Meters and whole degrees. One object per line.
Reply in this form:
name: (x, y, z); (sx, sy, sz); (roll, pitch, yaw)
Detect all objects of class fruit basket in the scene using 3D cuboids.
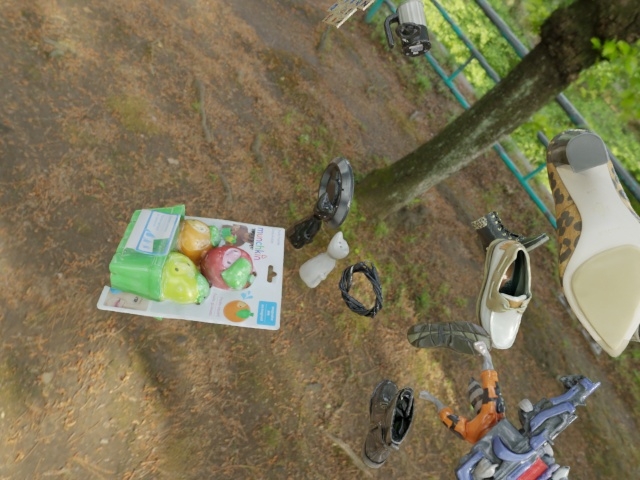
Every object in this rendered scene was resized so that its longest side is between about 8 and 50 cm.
fruit basket: (-0.256, 0.042, 1.001); (0.353, 0.165, 0.327); (4, 40, -5)

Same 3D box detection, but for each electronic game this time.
electronic game: (0.047, -0.149, 1.438); (0.048, 0.229, 0.229); (5, 55, -22)

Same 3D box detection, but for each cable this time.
cable: (0.129, 0.164, 1.454); (0.047, 0.150, 0.184); (1, 69, -57)

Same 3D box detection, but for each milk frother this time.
milk frother: (0.258, -0.625, 1.306); (0.129, 0.143, 0.135); (-7, 81, -13)

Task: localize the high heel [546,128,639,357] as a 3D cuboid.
high heel: (0.336, -0.009, 0.561); (0.186, 0.093, 0.261); (-29, 108, -64)

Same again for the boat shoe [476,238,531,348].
boat shoe: (0.489, 0.150, 1.205); (0.113, 0.103, 0.302); (-3, 97, -7)

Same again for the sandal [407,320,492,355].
sandal: (0.347, 0.264, 1.231); (0.060, 0.219, 0.090); (31, 57, -64)

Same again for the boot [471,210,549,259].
boot: (0.667, -0.027, 1.630); (0.085, 0.236, 0.179); (-19, 82, -44)

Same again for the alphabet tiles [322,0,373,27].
alphabet tiles: (0.115, -0.730, 1.366); (0.009, 0.237, 0.198); (44, 6, -39)

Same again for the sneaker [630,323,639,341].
sneaker: (0.781, 0.142, 1.128); (0.086, 0.132, 0.229); (24, 78, -1)

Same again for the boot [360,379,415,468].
boot: (0.184, 0.425, 1.133); (0.091, 0.229, 0.263); (20, 45, 2)

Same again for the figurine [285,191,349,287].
figurine: (0.000, 0.000, 1.322); (0.092, 0.209, 0.215); (-4, 61, -34)

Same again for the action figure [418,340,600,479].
action figure: (0.398, 0.371, 0.927); (0.178, 0.341, 0.330); (42, 13, -42)
